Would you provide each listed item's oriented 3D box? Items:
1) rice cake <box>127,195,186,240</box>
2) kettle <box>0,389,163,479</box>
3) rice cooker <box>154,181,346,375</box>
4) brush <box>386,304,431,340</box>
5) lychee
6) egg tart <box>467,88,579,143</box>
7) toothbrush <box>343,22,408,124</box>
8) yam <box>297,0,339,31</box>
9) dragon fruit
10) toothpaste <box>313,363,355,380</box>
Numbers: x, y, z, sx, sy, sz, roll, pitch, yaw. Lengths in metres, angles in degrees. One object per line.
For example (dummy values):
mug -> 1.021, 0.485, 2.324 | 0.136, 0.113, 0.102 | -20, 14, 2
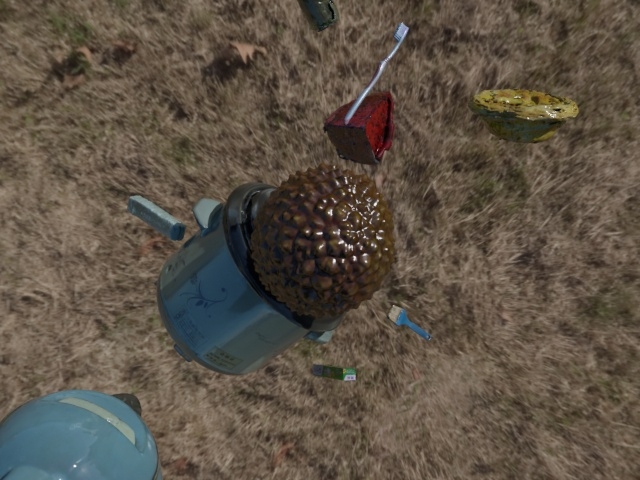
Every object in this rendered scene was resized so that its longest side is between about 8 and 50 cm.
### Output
rice cake -> -0.284, -0.040, 1.095 | 0.170, 0.029, 0.033 | 27, 112, 41
kettle -> -0.271, 0.307, 0.578 | 0.247, 0.319, 0.342 | 26, 115, 0
rice cooker -> -0.100, 0.059, 1.026 | 0.316, 0.264, 0.317 | 7, 117, 14
brush -> 0.257, 0.242, 1.830 | 0.164, 0.014, 0.051 | 36, 70, -20
lychee -> 0.000, 0.000, 0.819 | 0.200, 0.238, 0.200 | -4, 101, -19
egg tart -> 0.240, -0.148, 0.756 | 0.128, 0.129, 0.049 | 1, 115, 4
toothbrush -> 0.085, -0.259, 0.992 | 0.019, 0.013, 0.193 | 35, 80, -25
yam -> -0.023, -0.231, 0.510 | 0.027, 0.033, 0.129 | -41, 125, -12
dragon fruit -> 0.102, -0.273, 1.516 | 0.127, 0.121, 0.161 | 18, 60, 30
toothpaste -> 0.038, 0.377, 1.824 | 0.043, 0.178, 0.037 | 4, 82, -29
